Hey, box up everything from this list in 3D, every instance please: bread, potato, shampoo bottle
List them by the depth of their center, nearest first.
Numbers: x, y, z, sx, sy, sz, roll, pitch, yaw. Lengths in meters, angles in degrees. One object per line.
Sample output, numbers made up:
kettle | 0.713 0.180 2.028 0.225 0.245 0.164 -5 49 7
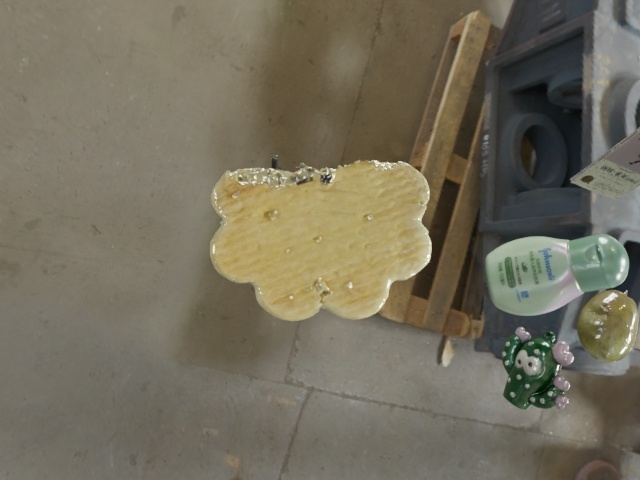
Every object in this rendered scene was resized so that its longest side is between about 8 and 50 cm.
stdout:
bread | 0.000 0.000 0.580 0.251 0.039 0.182 -3 92 0
shampoo bottle | 0.645 0.083 1.396 0.151 0.349 0.222 28 55 -47
potato | 0.926 0.264 1.635 0.174 0.159 0.251 38 77 -33

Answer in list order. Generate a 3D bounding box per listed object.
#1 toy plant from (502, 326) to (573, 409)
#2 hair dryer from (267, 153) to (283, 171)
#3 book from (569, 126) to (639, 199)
toy plant | 0.631 0.377 1.500 0.112 0.232 0.243 20 75 -28
hair dryer | -0.093 -0.061 0.994 0.078 0.248 0.195 2 56 0
book | 0.626 -0.151 1.039 0.127 0.181 0.014 20 56 -14
